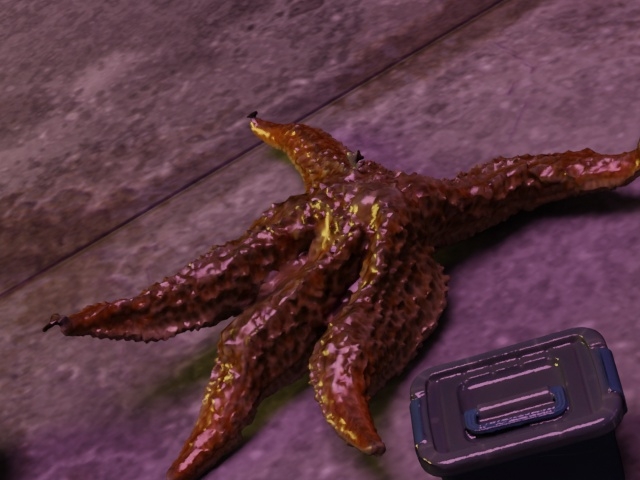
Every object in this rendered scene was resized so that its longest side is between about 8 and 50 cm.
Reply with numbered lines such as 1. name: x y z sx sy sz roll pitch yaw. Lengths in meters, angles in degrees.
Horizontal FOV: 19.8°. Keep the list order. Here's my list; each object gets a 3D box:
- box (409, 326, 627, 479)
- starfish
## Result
1. box: 0.097 0.091 0.863 0.099 0.054 0.074 -16 32 8
2. starfish: -0.011 0.012 1.013 0.302 0.084 0.293 14 45 36
